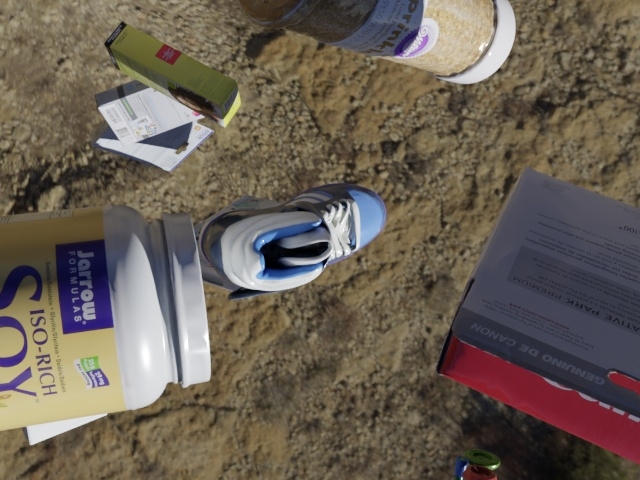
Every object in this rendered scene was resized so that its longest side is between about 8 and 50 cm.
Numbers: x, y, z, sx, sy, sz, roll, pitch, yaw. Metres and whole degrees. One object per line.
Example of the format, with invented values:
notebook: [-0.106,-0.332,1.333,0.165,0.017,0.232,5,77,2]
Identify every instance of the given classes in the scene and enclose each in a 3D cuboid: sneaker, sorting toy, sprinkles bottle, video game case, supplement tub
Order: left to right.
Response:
supplement tub: [-0.305,0.086,0.863,0.331,0.241,0.241,-7,114,-13]
video game case: [-0.162,0.000,1.696,0.329,0.299,0.036,-37,130,-43]
sneaker: [0.000,0.000,1.093,0.322,0.236,0.130,-10,103,-24]
sprinkles bottle: [0.073,-0.251,0.804,0.355,0.121,0.121,-1,114,-48]
sorting toy: [0.218,0.332,1.067,0.061,0.102,0.042,10,100,14]

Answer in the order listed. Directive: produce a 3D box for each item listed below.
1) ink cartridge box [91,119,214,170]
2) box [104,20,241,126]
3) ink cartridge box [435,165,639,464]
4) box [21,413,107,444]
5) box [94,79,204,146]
ink cartridge box: [-0.414,-0.268,1.869,0.224,0.045,0.223,18,143,-37]
box: [-0.251,-0.284,1.295,0.232,0.087,0.058,29,74,10]
ink cartridge box: [0.276,0.098,0.665,0.309,0.272,0.130,23,131,15]
box: [-0.420,0.211,1.196,0.130,0.091,0.171,-17,127,-32]
box: [-0.333,-0.268,1.510,0.186,0.038,0.145,-20,154,-1]
